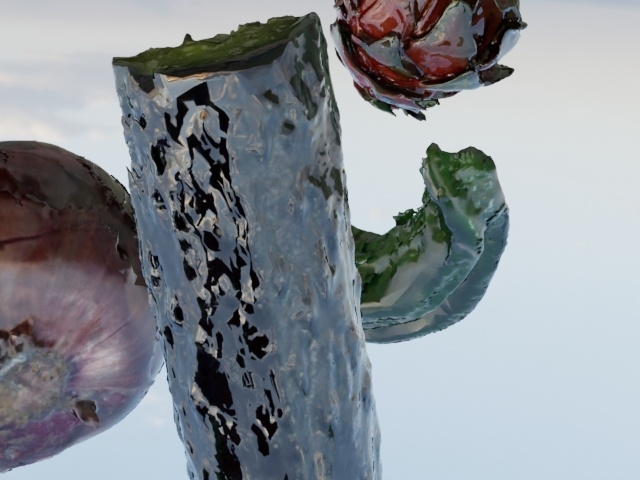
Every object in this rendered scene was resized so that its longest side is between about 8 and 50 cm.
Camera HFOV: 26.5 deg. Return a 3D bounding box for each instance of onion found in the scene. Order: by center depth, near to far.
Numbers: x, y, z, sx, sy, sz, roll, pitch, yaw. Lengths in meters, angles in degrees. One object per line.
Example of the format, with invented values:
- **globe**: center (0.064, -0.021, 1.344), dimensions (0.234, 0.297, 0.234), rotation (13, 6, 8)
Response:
- **onion**: center (-0.232, 0.042, 0.990), dimensions (0.252, 0.252, 0.219), rotation (1, -155, -28)

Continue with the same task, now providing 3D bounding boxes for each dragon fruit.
- **dragon fruit**: center (0.094, -0.200, 1.152), dimensions (0.188, 0.182, 0.182), rotation (-32, 177, 22)

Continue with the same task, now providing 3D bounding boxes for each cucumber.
- **cucumber**: center (-0.022, 0.028, 0.479), dimensions (0.078, 0.211, 0.062), rotation (-8, -144, -1)

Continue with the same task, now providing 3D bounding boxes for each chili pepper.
- **chili pepper**: center (0.000, 0.001, 0.715), dimensions (0.065, 0.122, 0.279), rotation (-23, -163, -35)
